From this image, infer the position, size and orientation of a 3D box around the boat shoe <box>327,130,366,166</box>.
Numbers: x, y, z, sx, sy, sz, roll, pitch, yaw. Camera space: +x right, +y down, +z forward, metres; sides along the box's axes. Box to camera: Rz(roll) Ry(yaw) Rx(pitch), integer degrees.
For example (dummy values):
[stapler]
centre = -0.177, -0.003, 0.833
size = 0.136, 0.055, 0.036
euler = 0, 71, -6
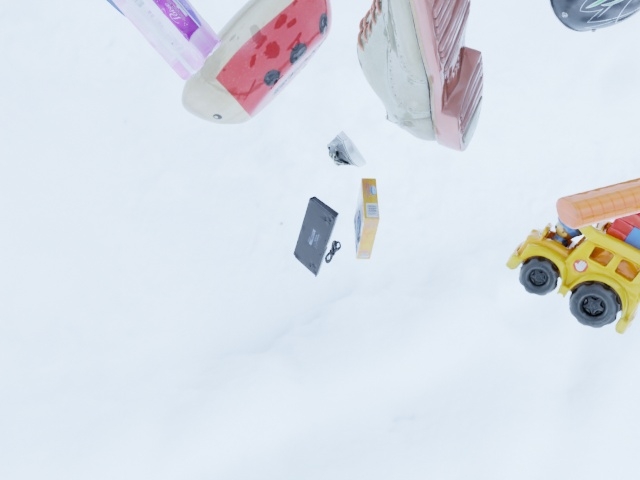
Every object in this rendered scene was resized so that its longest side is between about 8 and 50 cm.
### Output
[boat shoe]
centre = 0.062, -0.222, 1.581
size = 0.070, 0.219, 0.078
euler = -36, 110, 6

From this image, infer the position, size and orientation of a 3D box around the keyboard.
[keyboard]
centre = 0.000, 0.000, 1.321
size = 0.023, 0.180, 0.108
euler = -27, 58, -39

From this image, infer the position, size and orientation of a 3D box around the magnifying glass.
[magnifying glass]
centre = 0.288, -0.048, 0.454
size = 0.231, 0.092, 0.026
euler = -16, 114, -5

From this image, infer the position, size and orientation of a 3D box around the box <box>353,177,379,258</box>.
[box]
centre = 0.074, -0.030, 1.010
size = 0.028, 0.136, 0.081
euler = 0, 57, -2

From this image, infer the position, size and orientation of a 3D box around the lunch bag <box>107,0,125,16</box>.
[lunch bag]
centre = -0.265, -0.351, 0.816
size = 0.098, 0.065, 0.067
euler = 41, 55, -43

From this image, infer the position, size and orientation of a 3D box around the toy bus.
[toy bus]
centre = 0.453, 0.012, 1.017
size = 0.220, 0.211, 0.149
euler = 31, 30, 21

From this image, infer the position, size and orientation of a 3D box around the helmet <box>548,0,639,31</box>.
[helmet]
centre = 0.395, -0.380, 0.857
size = 0.169, 0.169, 0.161
euler = 28, 34, -19

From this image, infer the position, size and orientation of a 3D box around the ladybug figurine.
[ladybug figurine]
centre = -0.128, -0.436, 1.422
size = 0.162, 0.305, 0.449
euler = 44, 97, -3

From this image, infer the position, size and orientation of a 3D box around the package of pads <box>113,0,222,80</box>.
[package of pads]
centre = -0.119, -0.172, 0.484
size = 0.083, 0.032, 0.050
euler = 48, 32, -24

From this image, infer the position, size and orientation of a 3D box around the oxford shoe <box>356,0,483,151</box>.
[oxford shoe]
centre = 0.096, -0.242, 0.715
size = 0.140, 0.146, 0.397
euler = -64, 153, -22
